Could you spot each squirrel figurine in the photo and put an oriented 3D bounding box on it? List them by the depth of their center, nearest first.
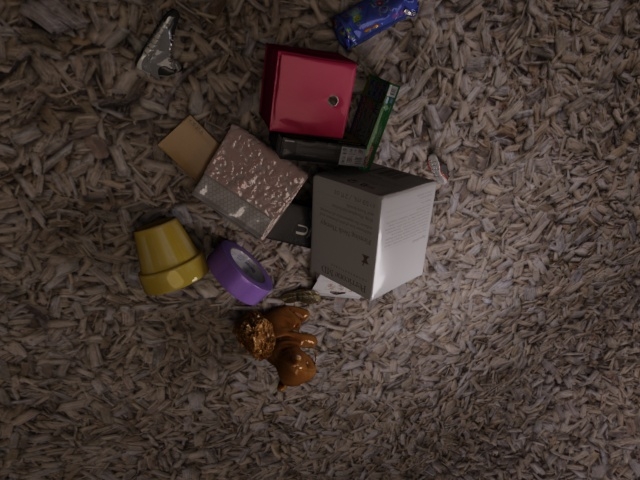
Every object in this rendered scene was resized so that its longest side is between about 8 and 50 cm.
[{"bbox_3d":[-0.198,0.471,1.974,0.397,0.370,0.281,25,108,-27],"label":"squirrel figurine"}]

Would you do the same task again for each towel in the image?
[{"bbox_3d":[-0.264,-0.208,1.669,0.332,0.053,0.317,35,100,-4],"label":"towel"}]

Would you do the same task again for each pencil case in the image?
[{"bbox_3d":[0.195,-0.772,1.562,0.306,0.133,0.119,-26,155,-1],"label":"pencil case"}]

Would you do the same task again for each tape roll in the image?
[{"bbox_3d":[-0.318,0.126,1.806,0.090,0.274,0.275,-44,121,10],"label":"tape roll"}]

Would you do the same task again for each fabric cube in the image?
[{"bbox_3d":[-0.055,-0.515,1.548,0.258,0.259,0.254,2,118,-18],"label":"fabric cube"}]

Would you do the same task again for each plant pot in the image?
[{"bbox_3d":[-0.582,0.046,1.717,0.254,0.254,0.238,-19,105,-6],"label":"plant pot"}]

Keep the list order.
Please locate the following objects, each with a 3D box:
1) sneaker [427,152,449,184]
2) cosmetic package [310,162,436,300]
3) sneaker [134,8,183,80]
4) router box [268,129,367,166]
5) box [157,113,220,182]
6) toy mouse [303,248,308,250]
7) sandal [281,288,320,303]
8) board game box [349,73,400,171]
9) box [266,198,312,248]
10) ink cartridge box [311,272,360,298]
[{"bbox_3d":[0.514,-0.319,1.960,0.065,0.061,0.158,-47,126,-21],"label":"sneaker"},{"bbox_3d":[0.189,-0.052,1.708,0.327,0.329,0.393,-20,122,-41],"label":"cosmetic package"},{"bbox_3d":[-0.488,-0.620,1.470,0.132,0.086,0.229,31,115,-33],"label":"sneaker"},{"bbox_3d":[-0.017,-0.356,1.656,0.309,0.243,0.081,2,117,-19],"label":"router box"},{"bbox_3d":[-0.463,-0.334,1.660,0.164,0.021,0.201,-40,122,7],"label":"box"},{"bbox_3d":[0.000,0.000,1.978,0.161,0.031,0.143,-14,121,-10],"label":"toy mouse"},{"bbox_3d":[-0.090,0.252,2.084,0.180,0.049,0.072,-2,113,1],"label":"sandal"},{"bbox_3d":[0.180,-0.439,1.688,0.046,0.213,0.317,10,114,-22],"label":"board game box"},{"bbox_3d":[-0.104,-0.076,1.826,0.271,0.143,0.165,13,102,-22],"label":"box"},{"bbox_3d":[0.107,0.174,2.093,0.275,0.060,0.239,8,139,-21],"label":"ink cartridge box"}]
